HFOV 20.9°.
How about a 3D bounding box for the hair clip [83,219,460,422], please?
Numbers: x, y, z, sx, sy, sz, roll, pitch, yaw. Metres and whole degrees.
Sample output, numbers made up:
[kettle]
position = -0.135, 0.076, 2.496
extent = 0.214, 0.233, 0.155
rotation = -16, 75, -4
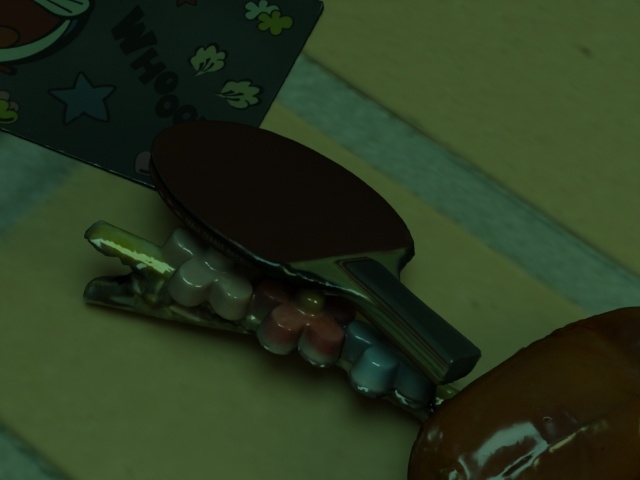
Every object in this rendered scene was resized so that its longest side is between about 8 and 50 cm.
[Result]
[hair clip]
position = -0.019, 0.036, 0.868
extent = 0.214, 0.056, 0.062
rotation = 18, 34, 7

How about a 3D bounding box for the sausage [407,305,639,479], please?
[sausage]
position = 0.116, 0.091, 0.834
extent = 0.179, 0.089, 0.089
rotation = -25, 62, -25

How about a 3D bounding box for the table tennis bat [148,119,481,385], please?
[table tennis bat]
position = 0.000, 0.000, 0.875
extent = 0.130, 0.019, 0.220
rotation = -8, 40, -43

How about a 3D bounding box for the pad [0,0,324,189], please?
[pad]
position = -0.139, -0.122, 0.995
extent = 0.246, 0.006, 0.170
rotation = 21, 56, 9
